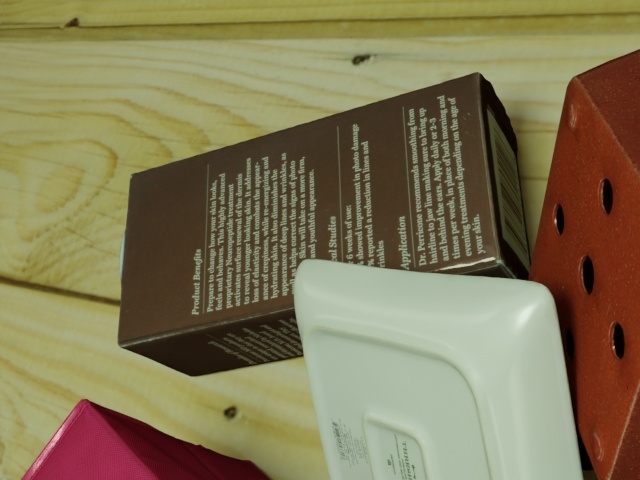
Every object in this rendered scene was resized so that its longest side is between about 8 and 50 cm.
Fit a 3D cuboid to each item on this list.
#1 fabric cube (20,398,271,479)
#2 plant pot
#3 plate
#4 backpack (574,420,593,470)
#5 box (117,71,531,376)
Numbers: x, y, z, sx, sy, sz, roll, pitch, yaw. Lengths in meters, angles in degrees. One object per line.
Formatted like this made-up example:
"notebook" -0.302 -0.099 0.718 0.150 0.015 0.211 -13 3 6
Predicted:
"fabric cube" -0.111 0.322 0.706 0.258 0.259 0.254 32 86 38
"plant pot" 0.269 0.016 0.537 0.236 0.267 0.267 -1 37 -3
"plate" 0.072 0.157 0.656 0.278 0.045 0.277 5 110 57
"backpack" 0.192 0.117 0.707 0.182 0.152 0.115 -15 57 16
"box" 0.000 0.000 0.869 0.381 0.143 0.191 -12 63 22
